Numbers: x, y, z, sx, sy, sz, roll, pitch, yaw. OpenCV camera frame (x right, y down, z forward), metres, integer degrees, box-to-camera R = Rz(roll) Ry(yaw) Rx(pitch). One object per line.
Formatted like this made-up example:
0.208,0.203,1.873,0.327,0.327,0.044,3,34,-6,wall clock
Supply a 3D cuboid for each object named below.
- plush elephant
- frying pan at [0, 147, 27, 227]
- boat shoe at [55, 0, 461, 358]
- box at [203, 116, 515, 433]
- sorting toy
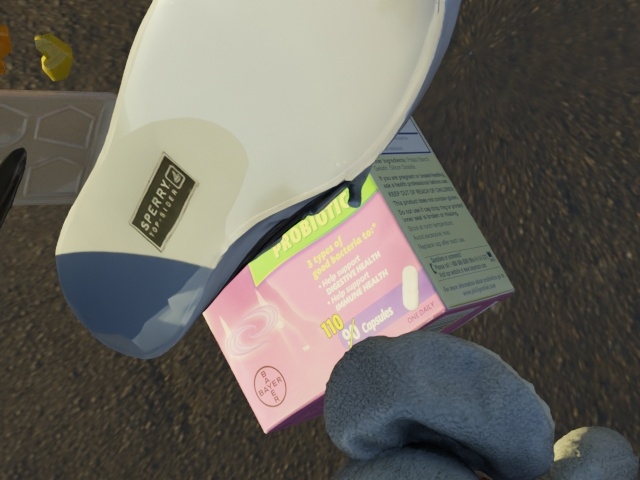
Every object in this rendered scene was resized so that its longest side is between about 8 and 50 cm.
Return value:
0.088,0.205,0.624,0.255,0.330,0.271,22,65,-5,plush elephant
-0.220,0.085,0.602,0.053,0.326,0.197,19,111,-2,frying pan
-0.024,-0.052,0.500,0.113,0.105,0.306,41,136,6,boat shoe
0.000,0.000,0.918,0.213,0.117,0.243,-38,73,32,box
-0.369,-0.153,1.390,0.229,0.041,0.307,1,140,-23,sorting toy
